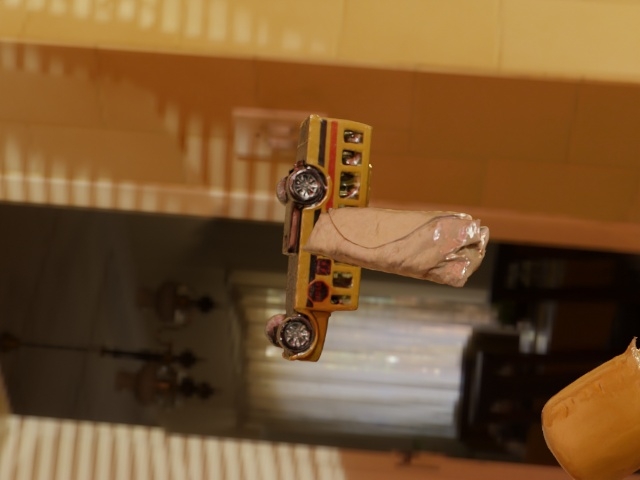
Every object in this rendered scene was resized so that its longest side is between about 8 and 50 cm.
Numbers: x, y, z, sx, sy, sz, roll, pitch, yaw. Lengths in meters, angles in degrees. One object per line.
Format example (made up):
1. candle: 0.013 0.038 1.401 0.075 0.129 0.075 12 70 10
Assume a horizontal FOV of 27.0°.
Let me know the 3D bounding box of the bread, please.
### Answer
1. bread: 0.345 0.215 1.599 0.085 0.173 0.134 21 -142 -46

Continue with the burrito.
1. burrito: 0.076 -0.001 1.531 0.059 0.275 0.082 39 -109 -36

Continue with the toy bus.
1. toy bus: 0.000 0.000 1.845 0.121 0.123 0.335 167 108 -80
